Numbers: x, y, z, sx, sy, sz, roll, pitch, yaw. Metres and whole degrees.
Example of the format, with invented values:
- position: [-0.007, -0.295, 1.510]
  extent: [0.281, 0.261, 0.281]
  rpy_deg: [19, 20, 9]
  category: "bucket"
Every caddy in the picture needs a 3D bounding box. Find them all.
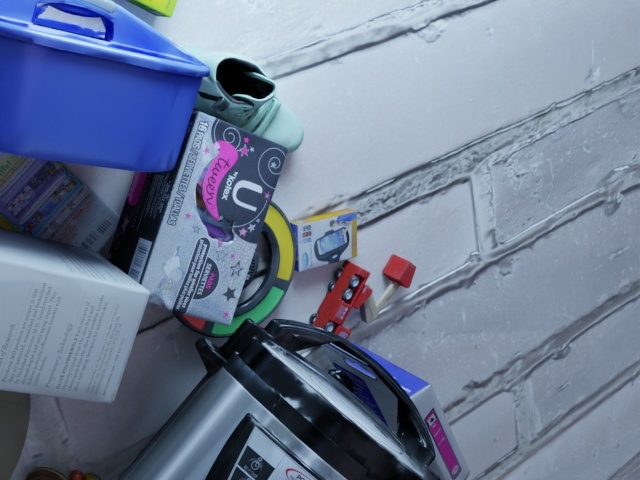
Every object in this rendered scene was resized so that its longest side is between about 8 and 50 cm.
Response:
- position: [-0.295, -0.200, 0.995]
  extent: [0.341, 0.241, 0.179]
  rpy_deg: [5, 107, -39]
  category: "caddy"

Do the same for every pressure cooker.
- position: [-0.057, 0.332, 1.248]
  extent: [0.420, 0.375, 0.370]
  rpy_deg: [-49, 138, -7]
  category: "pressure cooker"

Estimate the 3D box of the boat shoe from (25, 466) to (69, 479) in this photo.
- position: [-0.356, 0.396, 1.208]
  extent: [0.064, 0.060, 0.178]
  rpy_deg: [-20, 108, -2]
  category: "boat shoe"

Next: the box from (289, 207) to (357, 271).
- position: [0.000, 0.000, 1.418]
  extent: [0.136, 0.028, 0.081]
  rpy_deg: [-16, 113, -35]
  category: "box"

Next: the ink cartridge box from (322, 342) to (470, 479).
- position: [0.129, 0.285, 1.476]
  extent: [0.069, 0.175, 0.371]
  rpy_deg: [-48, 135, -19]
  category: "ink cartridge box"

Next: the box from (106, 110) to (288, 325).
- position: [-0.167, -0.031, 1.155]
  extent: [0.142, 0.163, 0.247]
  rpy_deg: [19, 87, -31]
  category: "box"

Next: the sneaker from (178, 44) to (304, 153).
- position: [-0.089, -0.180, 1.213]
  extent: [0.256, 0.151, 0.094]
  rpy_deg: [29, 84, -41]
  category: "sneaker"

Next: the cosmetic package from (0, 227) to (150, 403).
- position: [-0.408, 0.061, 0.986]
  extent: [0.365, 0.197, 0.155]
  rpy_deg: [16, 96, -38]
  category: "cosmetic package"

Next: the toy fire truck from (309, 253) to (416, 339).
- position: [0.072, 0.100, 1.490]
  extent: [0.135, 0.047, 0.192]
  rpy_deg: [31, 87, -43]
  category: "toy fire truck"

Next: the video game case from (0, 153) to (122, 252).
- position: [-0.387, -0.007, 1.121]
  extent: [0.212, 0.023, 0.193]
  rpy_deg: [-51, 128, -12]
  category: "video game case"

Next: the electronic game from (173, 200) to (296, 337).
- position: [-0.133, 0.036, 1.313]
  extent: [0.229, 0.048, 0.229]
  rpy_deg: [-13, 112, -34]
  category: "electronic game"

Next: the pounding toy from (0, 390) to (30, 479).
- position: [-0.456, 0.261, 1.083]
  extent: [0.183, 0.110, 0.237]
  rpy_deg: [-53, 153, -69]
  category: "pounding toy"

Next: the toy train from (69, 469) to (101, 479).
- position: [-0.348, 0.417, 1.269]
  extent: [0.125, 0.046, 0.166]
  rpy_deg: [-32, 122, -26]
  category: "toy train"

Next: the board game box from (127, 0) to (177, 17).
- position: [-0.257, -0.361, 1.097]
  extent: [0.181, 0.043, 0.092]
  rpy_deg: [19, 92, -39]
  category: "board game box"
